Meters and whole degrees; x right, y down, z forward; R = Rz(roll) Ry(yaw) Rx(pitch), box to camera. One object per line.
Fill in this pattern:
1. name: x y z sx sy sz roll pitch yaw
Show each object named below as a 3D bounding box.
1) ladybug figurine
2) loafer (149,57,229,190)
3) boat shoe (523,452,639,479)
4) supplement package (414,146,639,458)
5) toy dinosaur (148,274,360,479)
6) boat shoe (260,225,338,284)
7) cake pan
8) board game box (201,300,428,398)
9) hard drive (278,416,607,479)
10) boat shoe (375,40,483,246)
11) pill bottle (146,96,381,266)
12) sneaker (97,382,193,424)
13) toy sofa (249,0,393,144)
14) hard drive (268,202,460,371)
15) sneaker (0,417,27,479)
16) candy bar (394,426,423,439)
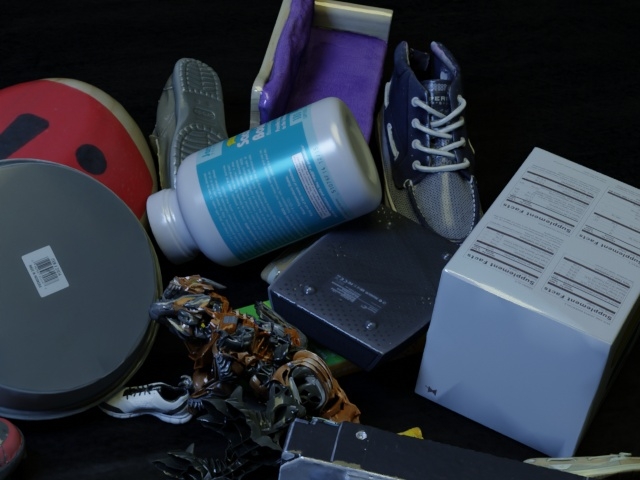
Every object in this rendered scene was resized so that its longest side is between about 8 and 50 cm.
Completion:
1. ladybug figurine: -0.365 -0.053 1.754 0.305 0.162 0.449 20 42 13
2. loafer: -0.171 -0.122 1.938 0.094 0.087 0.251 20 47 -26
3. boat shoe: 0.295 0.249 1.599 0.153 0.056 0.048 -8 48 -7
4. supplement package: 0.262 0.070 1.686 0.198 0.199 0.263 24 44 17
5. toy dinosaur: -0.050 0.165 1.558 0.321 0.164 0.218 23 39 17
6. boat shoe: 0.000 0.000 1.831 0.072 0.068 0.190 22 42 33
7. cake pan: -0.303 0.043 1.583 0.293 0.054 0.293 7 71 -21
8. board game box: -0.002 0.109 1.725 0.259 0.039 0.124 -13 44 -26
9. hard drive: 0.121 0.292 1.382 0.338 0.237 0.064 13 41 5
10. boat shoe: 0.143 -0.118 1.912 0.127 0.158 0.341 -4 42 -13
11. pill bottle: -0.071 -0.060 1.769 0.264 0.146 0.146 -22 41 12
12. sneaker: -0.192 0.170 1.619 0.109 0.044 0.040 5 43 -1
13. toy sofa: 0.004 -0.206 1.980 0.150 0.177 0.363 10 40 3
14. hard drive: 0.065 0.054 1.722 0.172 0.054 0.254 29 37 18
15. sneaker: -0.433 0.201 1.476 0.276 0.135 0.098 -2 40 -14
16. candy bar: 0.113 0.261 1.582 0.040 0.018 0.161 -10 44 -15
